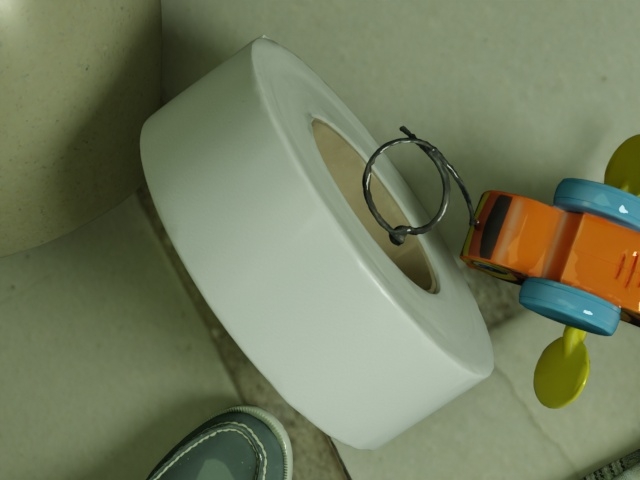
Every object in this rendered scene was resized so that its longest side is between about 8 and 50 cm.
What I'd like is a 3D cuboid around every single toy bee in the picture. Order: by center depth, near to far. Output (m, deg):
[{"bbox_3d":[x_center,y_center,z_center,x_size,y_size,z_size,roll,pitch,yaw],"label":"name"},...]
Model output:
[{"bbox_3d":[0.172,-0.001,1.113,0.298,0.162,0.195,42,82,-6],"label":"toy bee"}]

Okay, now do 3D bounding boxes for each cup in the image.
[{"bbox_3d":[-0.251,-0.125,1.172,0.331,0.331,0.237,-16,110,17],"label":"cup"}]

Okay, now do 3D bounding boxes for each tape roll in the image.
[{"bbox_3d":[0.000,0.000,1.080,0.100,0.286,0.286,-35,79,15],"label":"tape roll"}]

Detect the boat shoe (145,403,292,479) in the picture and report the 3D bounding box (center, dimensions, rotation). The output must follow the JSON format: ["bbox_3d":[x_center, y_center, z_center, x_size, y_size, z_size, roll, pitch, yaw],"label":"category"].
[{"bbox_3d":[-0.137,0.265,1.215,0.116,0.099,0.319,41,101,14],"label":"boat shoe"}]

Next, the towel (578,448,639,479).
[{"bbox_3d":[0.261,0.309,1.113,0.324,0.056,0.312,-32,80,15],"label":"towel"}]
